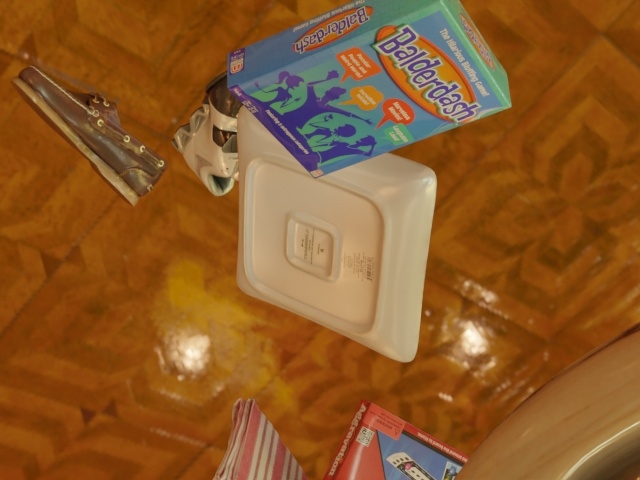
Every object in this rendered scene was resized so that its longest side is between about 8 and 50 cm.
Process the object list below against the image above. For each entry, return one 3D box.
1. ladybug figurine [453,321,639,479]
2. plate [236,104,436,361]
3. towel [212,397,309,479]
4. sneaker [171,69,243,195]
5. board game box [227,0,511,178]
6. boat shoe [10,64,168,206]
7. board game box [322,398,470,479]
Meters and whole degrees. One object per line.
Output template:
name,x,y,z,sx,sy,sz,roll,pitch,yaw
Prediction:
ladybug figurine,0.258,0.181,0.602,0.449,0.305,0.162,-27,148,6
plate,0.000,0.000,1.362,0.045,0.278,0.277,-37,140,-47
towel,-0.044,0.274,1.157,0.029,0.144,0.197,-24,112,18
sneaker,-0.121,-0.176,1.760,0.122,0.146,0.330,-26,170,-29
board game box,0.046,-0.145,1.015,0.210,0.047,0.160,-19,143,24
boat shoe,-0.259,-0.130,1.272,0.073,0.073,0.207,-48,125,-7
board game box,0.125,0.296,1.205,0.281,0.027,0.145,31,79,-24
